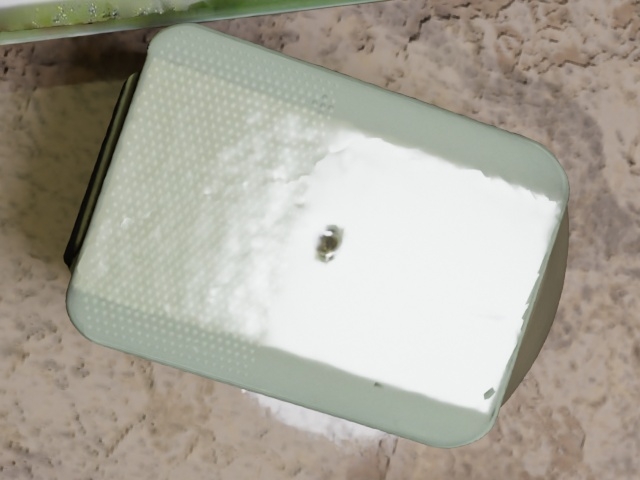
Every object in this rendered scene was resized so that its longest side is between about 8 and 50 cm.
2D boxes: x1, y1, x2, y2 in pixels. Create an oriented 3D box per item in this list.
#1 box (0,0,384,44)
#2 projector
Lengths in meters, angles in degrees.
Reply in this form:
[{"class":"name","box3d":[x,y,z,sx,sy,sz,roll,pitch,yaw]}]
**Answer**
[{"class":"box","box3d":[-0.068,-0.292,0.504,0.420,0.138,0.373,-8,110,-8]},{"class":"projector","box3d":[0.000,0.000,0.573,0.242,0.177,0.163,17,92,-10]}]
